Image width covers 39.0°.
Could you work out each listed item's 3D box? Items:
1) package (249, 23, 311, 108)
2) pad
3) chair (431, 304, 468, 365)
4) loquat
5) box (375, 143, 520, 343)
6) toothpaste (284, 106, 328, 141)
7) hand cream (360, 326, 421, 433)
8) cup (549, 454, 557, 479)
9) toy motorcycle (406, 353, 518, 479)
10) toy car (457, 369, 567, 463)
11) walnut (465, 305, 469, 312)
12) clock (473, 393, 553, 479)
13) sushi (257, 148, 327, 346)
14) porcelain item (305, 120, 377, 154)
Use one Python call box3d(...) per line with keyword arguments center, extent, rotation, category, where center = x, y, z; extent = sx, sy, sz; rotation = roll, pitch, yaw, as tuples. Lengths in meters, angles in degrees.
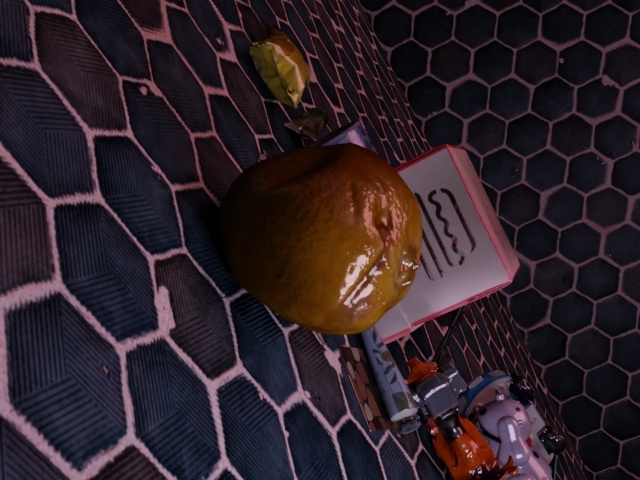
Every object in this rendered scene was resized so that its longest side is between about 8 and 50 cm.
box3d(center=(-0.083, -0.367, 1.888), extent=(0.168, 0.090, 0.226), rotation=(57, 14, -14), category="package")
box3d(center=(0.098, 0.267, 1.638), extent=(0.235, 0.003, 0.158), rotation=(22, 44, -67), category="pad")
box3d(center=(0.273, 0.156, 2.107), extent=(0.141, 0.260, 0.154), rotation=(27, 11, 14), category="chair")
box3d(center=(0.000, 0.000, 1.268), extent=(0.276, 0.283, 0.276), rotation=(-11, 103, -60), category="loquat")
box3d(center=(0.212, -0.002, 1.870), extent=(0.314, 0.300, 0.312), rotation=(65, 15, 3), category="box")
box3d(center=(-0.022, -0.258, 1.988), extent=(0.078, 0.047, 0.248), rotation=(28, 19, 1), category="toothpaste")
box3d(center=(0.113, 0.231, 1.656), extent=(0.256, 0.055, 0.088), rotation=(65, 10, 28), category="hand cream")
box3d(center=(0.543, 0.544, 2.387), extent=(0.148, 0.134, 0.236), rotation=(35, 13, 0), category="cup")
box3d(center=(0.265, 0.384, 1.767), extent=(0.326, 0.147, 0.221), rotation=(61, -7, -20), category="toy motorcycle")
box3d(center=(0.416, 0.434, 2.094), extent=(0.314, 0.198, 0.166), rotation=(55, -15, -18), category="toy car")
box3d(center=(0.366, 0.158, 2.491), extent=(0.105, 0.105, 0.124), rotation=(63, 7, -5), category="walnut")
box3d(center=(0.400, 0.456, 1.928), extent=(0.189, 0.188, 0.254), rotation=(-20, 91, -74), category="clock")
box3d(center=(-0.024, -0.005, 1.573), extent=(0.294, 0.059, 0.292), rotation=(58, 16, -17), category="sushi")
box3d(center=(0.042, -0.167, 1.871), extent=(0.114, 0.147, 0.147), rotation=(62, 16, -11), category="porcelain item")
